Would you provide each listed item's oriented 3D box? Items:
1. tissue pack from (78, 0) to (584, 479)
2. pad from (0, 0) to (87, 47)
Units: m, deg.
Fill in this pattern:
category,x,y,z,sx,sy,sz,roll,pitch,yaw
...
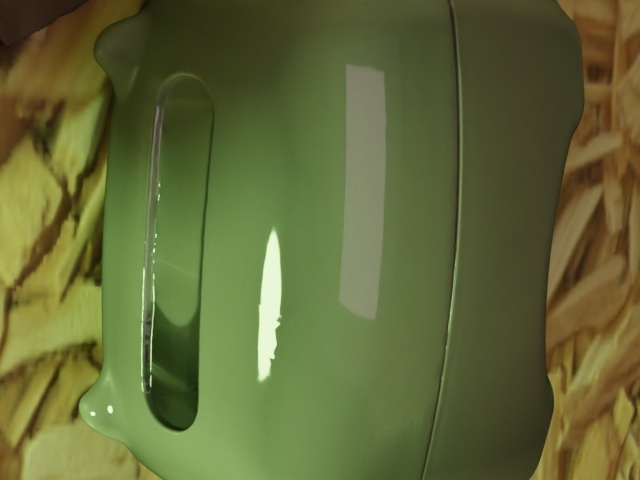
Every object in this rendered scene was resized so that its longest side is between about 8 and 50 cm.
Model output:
category,x,y,z,sx,sy,sz,roll,pitch,yaw
tissue pack,0.000,0.000,0.893,0.236,0.229,0.333,-5,103,-38
pad,-0.127,-0.201,0.897,0.187,0.006,0.113,-35,118,-27
